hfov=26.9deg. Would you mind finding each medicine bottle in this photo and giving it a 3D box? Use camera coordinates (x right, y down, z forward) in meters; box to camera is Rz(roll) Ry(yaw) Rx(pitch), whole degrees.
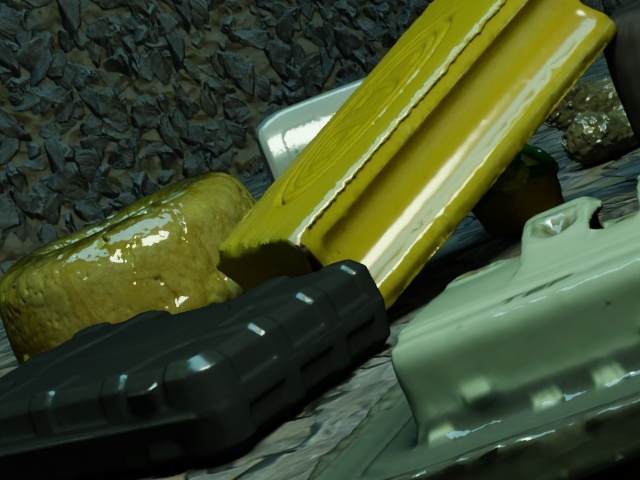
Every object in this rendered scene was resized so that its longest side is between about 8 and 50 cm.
[{"bbox_3d":[0.081,-0.119,1.602,0.296,0.161,0.111,-20,8,-5],"label":"medicine bottle"}]

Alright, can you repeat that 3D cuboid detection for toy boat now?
[{"bbox_3d":[0.163,-0.058,1.173,0.089,0.088,0.229,-21,7,7],"label":"toy boat"}]

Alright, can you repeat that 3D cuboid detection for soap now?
[{"bbox_3d":[0.066,-0.072,1.055,0.324,0.096,0.204,-50,14,-19],"label":"soap"}]

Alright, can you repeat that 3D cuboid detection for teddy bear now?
[{"bbox_3d":[0.343,-0.177,1.387,0.251,0.129,0.182,-48,32,8],"label":"teddy bear"}]

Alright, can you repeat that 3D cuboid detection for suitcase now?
[{"bbox_3d":[-0.114,0.095,0.892,0.285,0.066,0.206,-16,8,36],"label":"suitcase"}]

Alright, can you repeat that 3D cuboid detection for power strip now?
[{"bbox_3d":[0.116,0.032,0.590,0.257,0.092,0.251,-22,9,21],"label":"power strip"}]

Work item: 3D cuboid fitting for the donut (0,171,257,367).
[{"bbox_3d":[-0.159,0.035,1.203,0.261,0.128,0.208,-29,10,-23],"label":"donut"}]

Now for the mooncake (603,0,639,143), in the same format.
[{"bbox_3d":[0.368,-0.155,1.052,0.306,0.154,0.306,-20,6,2],"label":"mooncake"}]
